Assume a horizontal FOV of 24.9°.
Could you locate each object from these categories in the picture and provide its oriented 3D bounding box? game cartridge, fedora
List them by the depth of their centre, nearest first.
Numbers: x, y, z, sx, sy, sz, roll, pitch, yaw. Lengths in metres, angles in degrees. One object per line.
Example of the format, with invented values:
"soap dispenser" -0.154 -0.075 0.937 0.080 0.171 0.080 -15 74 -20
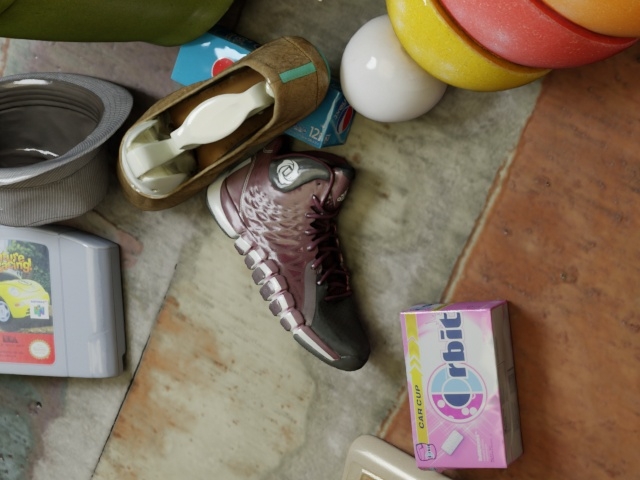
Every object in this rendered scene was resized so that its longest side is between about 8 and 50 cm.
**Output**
"fedora" -0.348 -0.098 1.753 0.276 0.243 0.124 7 130 23
"game cartridge" -0.389 0.074 1.865 0.294 0.060 0.196 0 93 26

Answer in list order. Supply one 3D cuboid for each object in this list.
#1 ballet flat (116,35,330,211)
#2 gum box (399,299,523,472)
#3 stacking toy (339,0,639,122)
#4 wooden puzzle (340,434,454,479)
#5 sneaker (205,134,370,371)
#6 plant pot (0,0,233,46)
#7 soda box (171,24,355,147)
"ballet flat" -0.138 -0.117 1.607 0.342 0.124 0.116 -25 93 36
"gum box" 0.158 0.164 1.607 0.107 0.062 0.188 -4 95 26
"stacking toy" 0.180 -0.271 1.450 0.480 0.351 0.350 -34 82 44
"wooden puzzle" 0.089 0.372 1.652 0.221 0.044 0.238 26 107 37
"sneaker" 0.000 0.000 1.640 0.162 0.106 0.281 -41 78 21
"plant pot" -0.267 -0.364 1.547 0.367 0.353 0.366 -11 75 43
"soda box" -0.062 -0.179 1.662 0.210 0.067 0.071 26 108 20
